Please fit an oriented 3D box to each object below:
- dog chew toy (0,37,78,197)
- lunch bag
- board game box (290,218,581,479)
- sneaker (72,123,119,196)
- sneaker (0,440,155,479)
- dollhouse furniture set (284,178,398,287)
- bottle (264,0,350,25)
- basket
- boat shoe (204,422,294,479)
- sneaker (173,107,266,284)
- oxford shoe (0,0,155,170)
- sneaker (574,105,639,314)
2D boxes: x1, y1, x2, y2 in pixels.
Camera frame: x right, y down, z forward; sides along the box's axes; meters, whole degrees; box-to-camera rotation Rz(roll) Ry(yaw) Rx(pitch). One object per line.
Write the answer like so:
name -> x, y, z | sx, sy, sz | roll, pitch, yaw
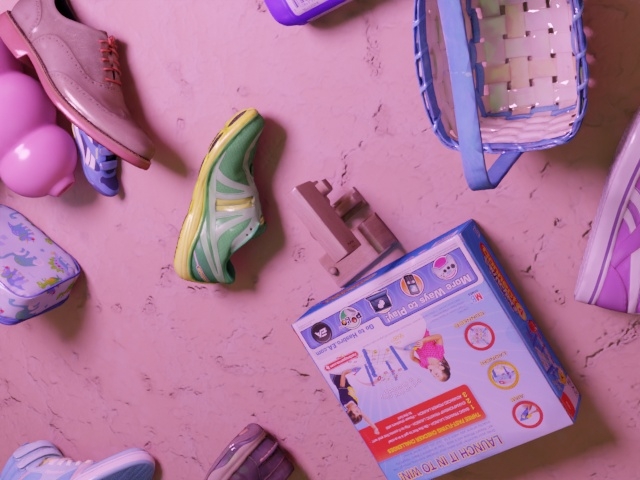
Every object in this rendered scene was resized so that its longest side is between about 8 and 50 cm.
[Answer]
dog chew toy -> -0.527, -0.205, 1.329 | 0.332, 0.207, 0.206 | 47, 118, -5
lunch bag -> -0.546, 0.039, 1.417 | 0.219, 0.176, 0.090 | 38, 117, 8
board game box -> 0.163, 0.174, 1.198 | 0.308, 0.086, 0.302 | -30, 93, 28
sneaker -> -0.358, -0.142, 1.348 | 0.059, 0.053, 0.144 | -12, 102, 24
sneaker -> -0.473, 0.430, 1.543 | 0.318, 0.208, 0.127 | -29, 135, -3
dollhouse furniture set -> 0.000, 0.000, 1.179 | 0.123, 0.151, 0.144 | -41, 85, 28
bottle -> 0.049, -0.384, 1.069 | 0.282, 0.092, 0.118 | -21, 98, 27
basket -> 0.202, -0.206, 0.946 | 0.201, 0.289, 0.255 | -3, 104, 25
boat shoe -> -0.164, 0.475, 1.413 | 0.130, 0.132, 0.355 | 37, 118, 10
sneaker -> -0.133, -0.064, 1.260 | 0.123, 0.109, 0.296 | 18, 113, -7
oxford shoe -> -0.355, -0.258, 1.261 | 0.130, 0.123, 0.348 | -43, 82, 3
sneaker -> 0.427, -0.032, 1.018 | 0.160, 0.102, 0.282 | 15, 122, 16
